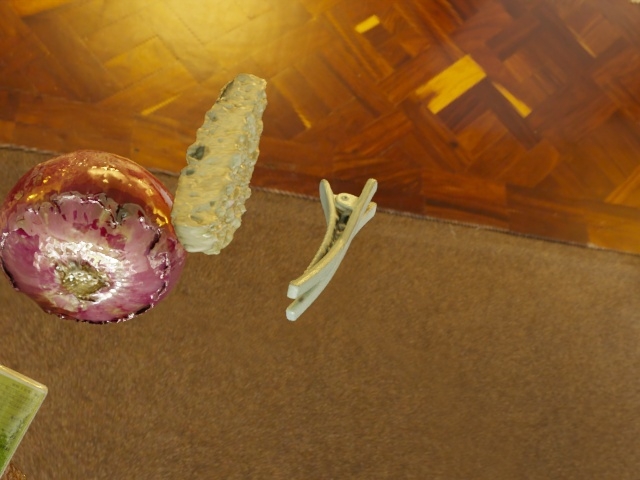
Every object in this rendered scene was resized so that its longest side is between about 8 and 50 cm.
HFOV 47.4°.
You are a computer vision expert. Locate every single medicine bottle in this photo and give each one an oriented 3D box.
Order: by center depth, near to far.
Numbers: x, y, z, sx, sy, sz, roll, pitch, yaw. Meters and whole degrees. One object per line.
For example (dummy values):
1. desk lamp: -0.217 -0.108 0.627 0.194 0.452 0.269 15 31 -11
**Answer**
1. medicine bottle: -0.403 0.225 0.806 0.088 0.132 0.188 41 63 -39

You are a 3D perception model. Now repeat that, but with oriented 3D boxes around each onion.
1. onion: -0.428 -0.016 1.433 0.358 0.358 0.345 34 43 -4

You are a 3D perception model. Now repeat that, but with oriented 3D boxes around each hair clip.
1. hair clip: 0.000 0.001 0.451 0.039 0.030 0.115 12 41 17

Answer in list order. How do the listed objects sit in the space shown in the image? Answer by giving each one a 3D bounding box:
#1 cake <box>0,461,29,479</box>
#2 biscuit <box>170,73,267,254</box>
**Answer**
1. cake: -0.618 0.495 1.176 0.196 0.199 0.293 0 52 3
2. biscuit: -0.141 -0.085 1.015 0.084 0.179 0.281 12 52 2
